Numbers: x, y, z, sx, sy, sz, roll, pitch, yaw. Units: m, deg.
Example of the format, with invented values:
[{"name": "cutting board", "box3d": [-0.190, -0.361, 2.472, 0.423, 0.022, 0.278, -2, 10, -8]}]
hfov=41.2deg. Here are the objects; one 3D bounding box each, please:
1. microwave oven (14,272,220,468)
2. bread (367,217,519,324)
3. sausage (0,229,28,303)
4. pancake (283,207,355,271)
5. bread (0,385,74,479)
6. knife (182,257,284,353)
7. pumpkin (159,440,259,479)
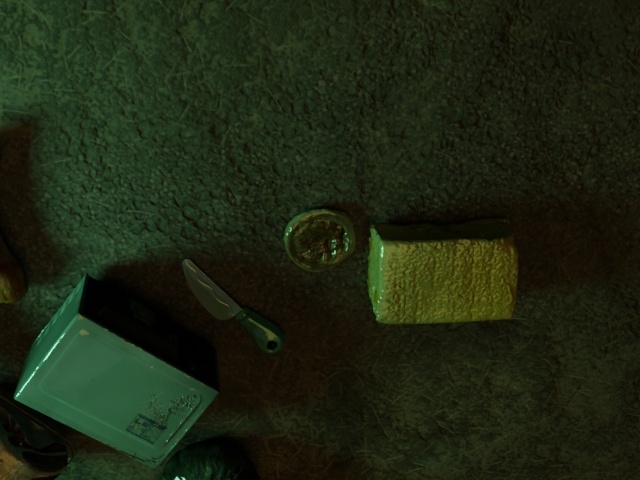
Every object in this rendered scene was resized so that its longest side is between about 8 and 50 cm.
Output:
[{"name": "microwave oven", "box3d": [-0.363, 0.236, 1.562, 0.295, 0.181, 0.237, 34, 104, -21]}, {"name": "bread", "box3d": [0.229, 0.057, 1.612, 0.274, 0.114, 0.185, -3, 111, -9]}, {"name": "sausage", "box3d": [-0.578, -0.026, 1.466, 0.103, 0.076, 0.302, -5, 115, -6]}, {"name": "pancake", "box3d": [0.000, 0.000, 1.596, 0.139, 0.022, 0.139, -3, 116, -7]}, {"name": "bread", "box3d": [-0.575, 0.388, 1.584, 0.142, 0.212, 0.224, -43, 115, 7]}, {"name": "knife", "box3d": [-0.175, 0.130, 1.631, 0.260, 0.034, 0.063, 41, 110, -16]}, {"name": "pumpkin", "box3d": [-0.224, 0.510, 1.728, 0.211, 0.152, 0.212, 1, 101, 4]}]
